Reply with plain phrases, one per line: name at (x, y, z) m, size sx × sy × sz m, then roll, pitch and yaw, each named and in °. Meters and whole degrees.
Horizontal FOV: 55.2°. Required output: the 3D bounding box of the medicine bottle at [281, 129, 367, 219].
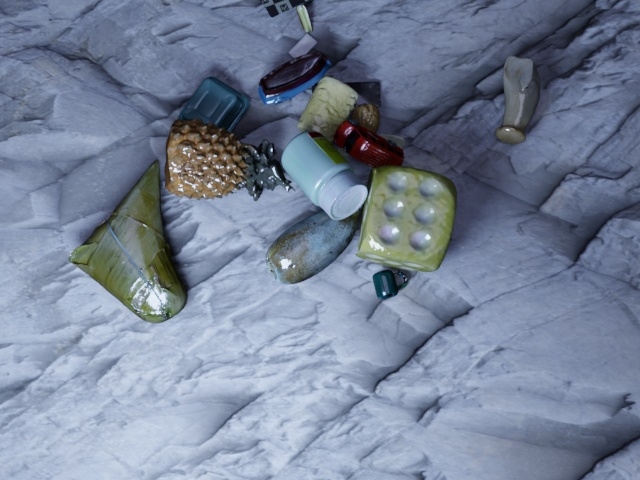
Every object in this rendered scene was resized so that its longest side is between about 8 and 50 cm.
medicine bottle at (0.009, -0.171, 1.595) m, size 0.139 × 0.139 × 0.225 m, roll -37°, pitch 61°, yaw -4°

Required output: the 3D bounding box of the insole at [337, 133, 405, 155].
insole at (0.143, -0.268, 1.725) m, size 0.192 × 0.010 × 0.063 m, roll -7°, pitch 125°, yaw 2°

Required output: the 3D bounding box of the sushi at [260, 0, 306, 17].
sushi at (-0.100, -0.758, 1.791) m, size 0.215 × 0.050 × 0.192 m, roll -30°, pitch 83°, yaw -11°

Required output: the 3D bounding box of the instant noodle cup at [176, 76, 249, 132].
instant noodle cup at (-0.310, -0.373, 1.737) m, size 0.157 × 0.070 × 0.179 m, roll 34°, pitch 86°, yaw 7°

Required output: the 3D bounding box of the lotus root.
lotus root at (0.000, 0.000, 1.640) m, size 0.322 × 0.158 × 0.140 m, roll -33°, pitch 85°, yaw -13°

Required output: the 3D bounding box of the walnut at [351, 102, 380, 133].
walnut at (0.127, -0.338, 1.720) m, size 0.079 × 0.082 × 0.096 m, roll 3°, pitch 83°, yaw 30°

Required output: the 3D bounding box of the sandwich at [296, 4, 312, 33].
sandwich at (-0.047, -0.650, 1.782) m, size 0.031 × 0.083 × 0.044 m, roll -18°, pitch 39°, yaw 4°

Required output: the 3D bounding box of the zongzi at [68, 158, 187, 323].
zongzi at (-0.436, 0.010, 1.635) m, size 0.323 × 0.160 × 0.360 m, roll 37°, pitch 91°, yaw 2°

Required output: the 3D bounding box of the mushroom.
mushroom at (0.556, -0.393, 1.709) m, size 0.108 × 0.096 × 0.247 m, roll 11°, pitch 86°, yaw -23°

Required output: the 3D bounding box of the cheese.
cheese at (0.019, -0.361, 1.706) m, size 0.123 × 0.094 × 0.167 m, roll 29°, pitch 91°, yaw 9°

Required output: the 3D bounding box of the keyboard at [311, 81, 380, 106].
keyboard at (0.074, -0.418, 1.762) m, size 0.196 × 0.015 × 0.074 m, roll -3°, pitch 86°, yaw 1°

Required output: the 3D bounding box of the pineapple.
pineapple at (-0.238, -0.207, 1.658) m, size 0.357 × 0.223 × 0.223 m, roll 6°, pitch 82°, yaw -16°

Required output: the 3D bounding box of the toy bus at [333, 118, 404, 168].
toy bus at (0.130, -0.250, 1.670) m, size 0.195 × 0.089 × 0.081 m, roll 27°, pitch 117°, yaw -14°

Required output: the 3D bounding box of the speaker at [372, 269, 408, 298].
speaker at (0.190, 0.117, 1.675) m, size 0.094 × 0.060 × 0.075 m, roll -8°, pitch 81°, yaw -35°

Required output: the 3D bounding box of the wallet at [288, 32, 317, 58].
wallet at (-0.051, -0.562, 1.784) m, size 0.044 × 0.011 × 0.083 m, roll 43°, pitch 85°, yaw 6°

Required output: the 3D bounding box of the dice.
dice at (0.220, -0.052, 1.600) m, size 0.226 × 0.233 × 0.238 m, roll 11°, pitch 83°, yaw 2°

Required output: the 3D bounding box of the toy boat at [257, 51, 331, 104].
toy boat at (-0.069, -0.452, 1.729) m, size 0.223 × 0.097 × 0.100 m, roll -28°, pitch 68°, yaw -1°
